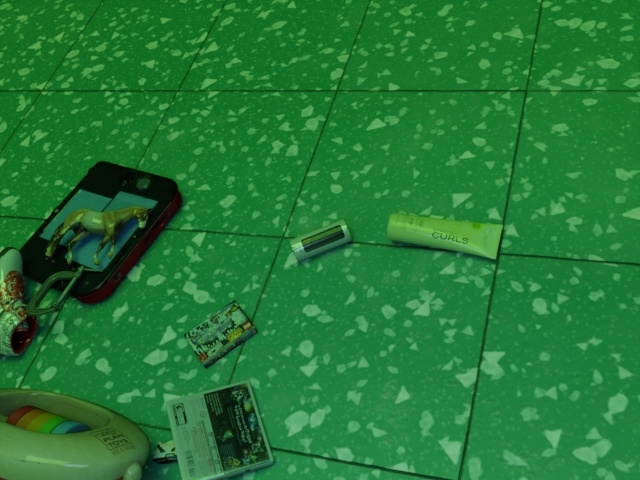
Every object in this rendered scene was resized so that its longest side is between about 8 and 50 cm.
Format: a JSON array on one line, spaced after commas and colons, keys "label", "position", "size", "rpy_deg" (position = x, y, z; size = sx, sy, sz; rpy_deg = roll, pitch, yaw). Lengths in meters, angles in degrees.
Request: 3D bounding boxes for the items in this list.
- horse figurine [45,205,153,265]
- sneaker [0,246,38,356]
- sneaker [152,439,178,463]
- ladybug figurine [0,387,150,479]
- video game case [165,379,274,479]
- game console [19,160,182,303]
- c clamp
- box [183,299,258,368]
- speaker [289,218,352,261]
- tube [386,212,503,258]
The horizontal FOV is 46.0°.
[{"label": "horse figurine", "position": [-0.552, -0.020, 1.821], "size": [0.263, 0.066, 0.174], "rpy_deg": [-1, 53, 20]}, {"label": "sneaker", "position": [-0.723, 0.147, 1.789], "size": [0.145, 0.090, 0.270], "rpy_deg": [3, 65, 20]}, {"label": "sneaker", "position": [-0.277, 0.409, 1.482], "size": [0.109, 0.040, 0.044], "rpy_deg": [-7, 49, 12]}, {"label": "ladybug figurine", "position": [-0.519, 0.404, 1.433], "size": [0.449, 0.305, 0.162], "rpy_deg": [10, 94, 31]}, {"label": "video game case", "position": [-0.199, 0.373, 1.468], "size": [0.173, 0.022, 0.190], "rpy_deg": [-13, 48, -13]}, {"label": "game console", "position": [-0.567, -0.034, 1.912], "size": [0.342, 0.060, 0.386], "rpy_deg": [19, 60, 29]}, {"label": "c clamp", "position": [-0.602, 0.114, 1.747], "size": [0.137, 0.022, 0.161], "rpy_deg": [5, 45, 27]}, {"label": "box", "position": [-0.216, 0.201, 1.634], "size": [0.137, 0.027, 0.094], "rpy_deg": [-35, 52, -11]}, {"label": "speaker", "position": [0.000, 0.000, 1.706], "size": [0.136, 0.055, 0.055], "rpy_deg": [-21, 50, 0]}, {"label": "tube", "position": [0.267, -0.016, 1.633], "size": [0.240, 0.062, 0.070], "rpy_deg": [10, 97, 18]}]
